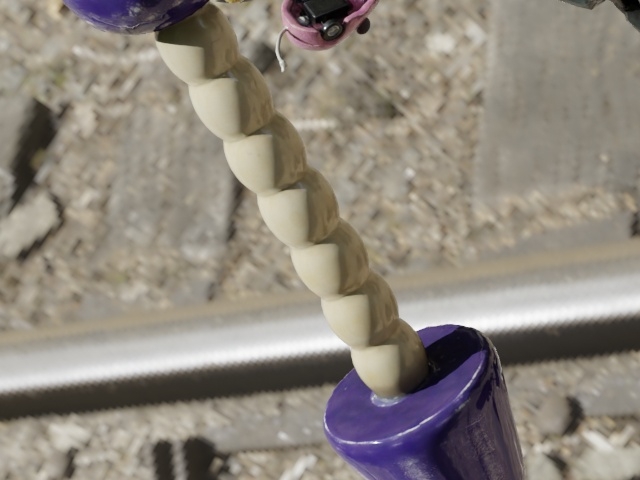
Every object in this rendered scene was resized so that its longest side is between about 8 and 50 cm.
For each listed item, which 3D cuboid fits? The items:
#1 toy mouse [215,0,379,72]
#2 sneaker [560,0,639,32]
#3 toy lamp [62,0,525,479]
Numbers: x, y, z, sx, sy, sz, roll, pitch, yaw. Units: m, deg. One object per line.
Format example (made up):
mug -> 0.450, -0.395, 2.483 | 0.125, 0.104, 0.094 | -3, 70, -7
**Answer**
toy mouse -> 0.002, -0.155, 1.171 | 0.143, 0.031, 0.161 | -5, 50, -6
sneaker -> 0.049, -0.108, 0.461 | 0.139, 0.125, 0.341 | -30, 59, -5
toy lamp -> 0.000, 0.000, 0.760 | 0.080, 0.275, 0.080 | -25, 23, 11
